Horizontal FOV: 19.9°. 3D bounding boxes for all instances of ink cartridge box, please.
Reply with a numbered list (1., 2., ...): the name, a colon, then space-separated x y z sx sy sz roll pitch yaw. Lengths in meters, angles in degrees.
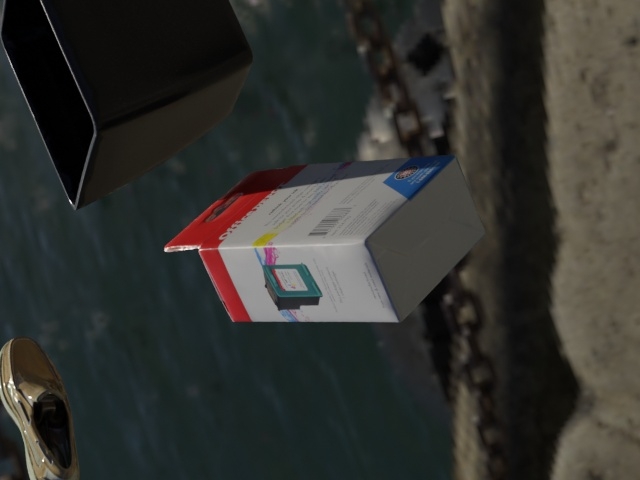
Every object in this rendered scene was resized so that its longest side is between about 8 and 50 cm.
1. ink cartridge box: 0.000 0.000 1.483 0.231 0.134 0.078 -2 121 43

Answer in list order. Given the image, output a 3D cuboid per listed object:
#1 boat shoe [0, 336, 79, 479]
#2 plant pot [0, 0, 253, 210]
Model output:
1. boat shoe: -0.288 0.173 1.907 0.190 0.068 0.072 64 150 27
2. plant pot: -0.166 -0.163 1.600 0.187 0.167 0.188 66 159 14
